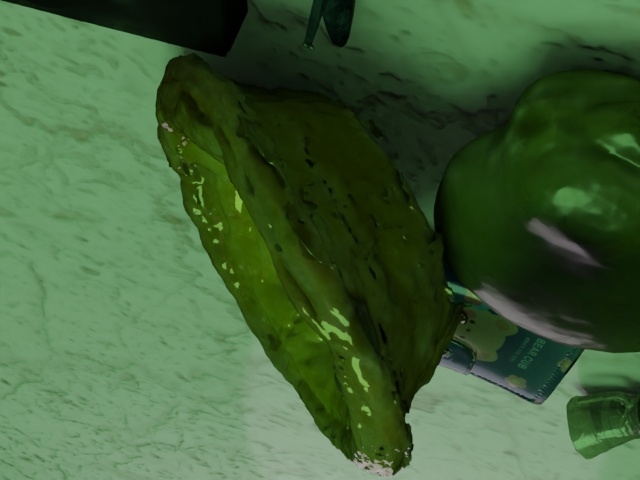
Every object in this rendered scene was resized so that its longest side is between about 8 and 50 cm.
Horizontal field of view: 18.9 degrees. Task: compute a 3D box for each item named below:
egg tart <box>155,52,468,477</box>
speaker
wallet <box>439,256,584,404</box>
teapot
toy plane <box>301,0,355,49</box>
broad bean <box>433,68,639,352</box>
[{"bbox_3d":[0.000,0.000,1.411,0.345,0.132,0.345,57,171,14],"label":"egg tart"},{"bbox_3d":[-0.162,-0.193,1.350,0.218,0.044,0.082,15,151,9],"label":"speaker"},{"bbox_3d":[0.116,0.059,1.601,0.202,0.059,0.141,19,145,-3],"label":"wallet"},{"bbox_3d":[0.260,0.155,1.687,0.083,0.057,0.067,-14,131,34],"label":"teapot"},{"bbox_3d":[0.001,-0.194,1.187,0.223,0.104,0.326,13,151,10],"label":"toy plane"},{"bbox_3d":[0.197,-0.013,1.367,0.238,0.119,0.291,1,150,15],"label":"broad bean"}]
